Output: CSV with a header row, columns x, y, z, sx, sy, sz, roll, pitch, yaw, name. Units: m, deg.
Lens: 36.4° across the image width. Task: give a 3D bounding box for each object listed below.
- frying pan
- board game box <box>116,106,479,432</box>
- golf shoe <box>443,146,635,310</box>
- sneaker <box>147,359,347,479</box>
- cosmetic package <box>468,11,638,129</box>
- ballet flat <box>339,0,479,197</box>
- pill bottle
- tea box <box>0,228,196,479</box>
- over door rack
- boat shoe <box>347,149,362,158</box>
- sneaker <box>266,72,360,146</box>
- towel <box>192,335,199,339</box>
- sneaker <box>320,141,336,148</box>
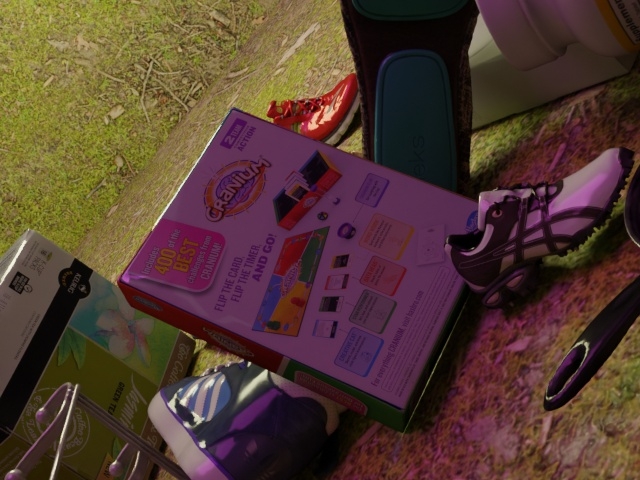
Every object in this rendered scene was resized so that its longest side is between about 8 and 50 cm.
x,y,z,sx,sy,sz,roll,pitch,yaw,name
0.298,-0.008,0.722,0.197,0.053,0.326,-19,37,54,frying pan
-0.008,0.019,0.997,0.242,0.316,0.064,-60,-17,-24,board game box
0.194,-0.024,0.883,0.198,0.094,0.077,-47,3,25,golf shoe
-0.064,0.170,1.113,0.236,0.130,0.323,-45,16,-8,sneaker
0.307,-0.329,1.206,0.284,0.097,0.377,-13,42,55,cosmetic package
0.101,-0.243,1.092,0.182,0.164,0.483,-91,0,-65,ballet flat
0.310,-0.282,0.877,0.333,0.188,0.188,-20,34,30,pill bottle
-0.402,0.224,1.430,0.220,0.323,0.329,-38,24,34,tea box
-0.200,0.295,0.994,0.108,0.239,0.324,-48,19,1,over door rack
0.044,-0.100,1.394,0.170,0.059,0.063,-48,16,-28,boat shoe
-0.033,-0.208,1.687,0.279,0.118,0.107,-36,26,36,sneaker
-0.085,0.069,1.443,0.209,0.034,0.285,-58,21,-18,towel
0.000,0.000,1.165,0.086,0.229,0.132,-10,4,-11,sneaker
